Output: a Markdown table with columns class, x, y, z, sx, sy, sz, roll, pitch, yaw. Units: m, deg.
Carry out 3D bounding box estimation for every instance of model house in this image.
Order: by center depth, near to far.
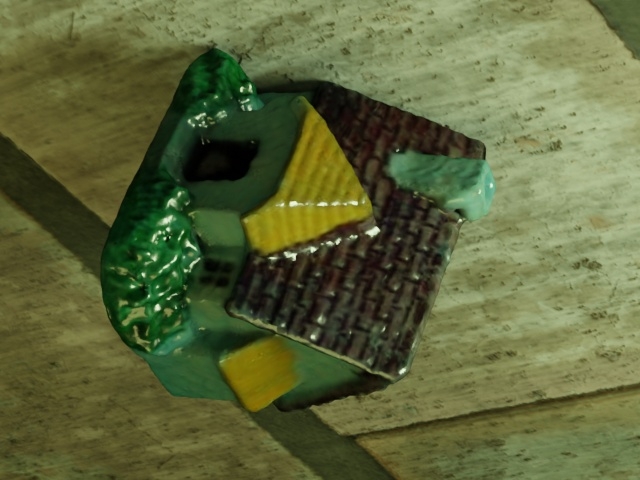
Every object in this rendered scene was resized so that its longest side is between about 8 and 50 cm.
| class | x | y | z | sx | sy | sz | roll | pitch | yaw |
| --- | --- | --- | --- | --- | --- | --- | --- | --- | --- |
| model house | 0.000 | 0.000 | 1.451 | 0.249 | 0.280 | 0.230 | 2 | 144 | 28 |
